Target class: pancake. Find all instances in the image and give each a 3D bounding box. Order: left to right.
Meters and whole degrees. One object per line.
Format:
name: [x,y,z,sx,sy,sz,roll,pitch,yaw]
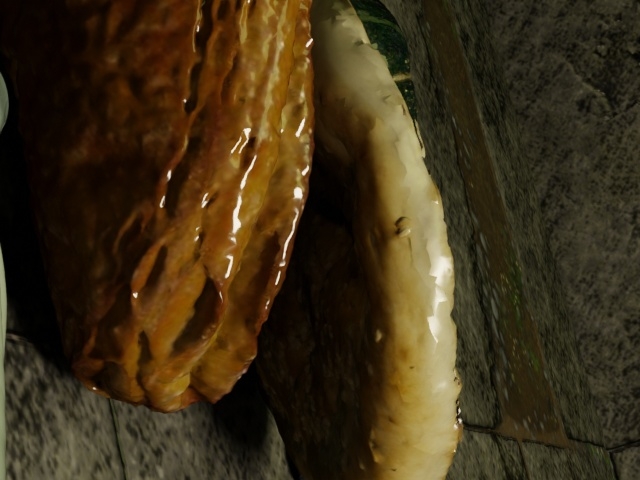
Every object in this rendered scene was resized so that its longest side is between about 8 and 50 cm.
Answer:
pancake: [0.000,0.001,1.165,0.387,0.082,0.386,173,-90,-72]

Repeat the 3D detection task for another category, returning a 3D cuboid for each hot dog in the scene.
hot dog: [-0.099,-0.094,1.032,0.267,0.174,0.387,129,-51,-76]

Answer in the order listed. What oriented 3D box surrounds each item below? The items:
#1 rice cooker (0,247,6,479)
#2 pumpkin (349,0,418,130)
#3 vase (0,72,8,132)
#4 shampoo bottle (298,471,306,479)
rice cooker: [-0.202,0.080,0.528,0.226,0.226,0.244,46,34,-53]
pumpkin: [-0.001,-0.115,1.384,0.190,0.146,0.190,-174,-90,-71]
vase: [-0.205,-0.021,0.823,0.219,0.096,0.096,-85,151,-57]
shampoo bottle: [0.013,0.110,1.397,0.233,0.049,0.087,-88,155,-48]
